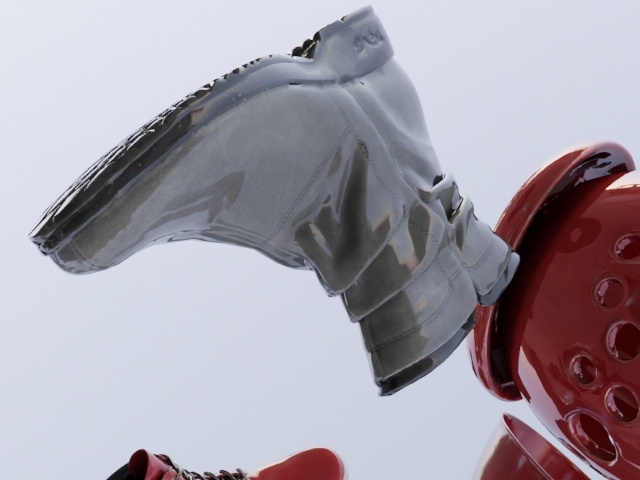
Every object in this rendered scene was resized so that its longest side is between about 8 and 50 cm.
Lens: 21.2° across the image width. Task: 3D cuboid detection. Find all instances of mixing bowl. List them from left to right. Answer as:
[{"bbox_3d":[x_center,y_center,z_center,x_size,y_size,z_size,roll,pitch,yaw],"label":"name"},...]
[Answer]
[{"bbox_3d":[0.183,0.238,1.404,0.098,0.181,0.181,-49,-137,6],"label":"mixing bowl"}]

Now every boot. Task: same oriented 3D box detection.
[{"bbox_3d":[-0.090,0.228,1.566,0.244,0.176,0.088,-29,-136,-16],"label":"boot"},{"bbox_3d":[0.000,0.000,0.743,0.083,0.161,0.246,-30,-178,40],"label":"boot"}]

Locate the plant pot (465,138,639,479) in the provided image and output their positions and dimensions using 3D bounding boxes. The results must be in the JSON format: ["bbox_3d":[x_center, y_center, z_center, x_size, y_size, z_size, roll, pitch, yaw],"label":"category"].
[{"bbox_3d":[0.189,0.047,0.992,0.174,0.191,0.191,25,-101,31],"label":"plant pot"}]
